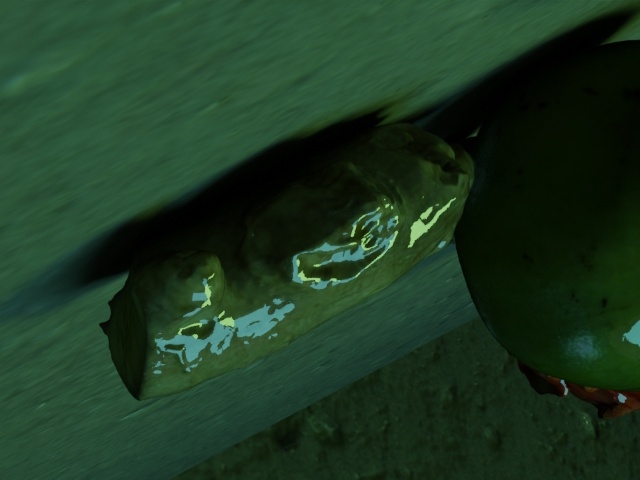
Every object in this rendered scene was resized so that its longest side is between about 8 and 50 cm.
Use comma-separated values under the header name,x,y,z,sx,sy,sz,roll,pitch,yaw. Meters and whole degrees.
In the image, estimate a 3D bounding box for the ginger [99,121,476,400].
name,x,y,z,sx,sy,sz,roll,pitch,yaw
ginger,0.001,0.000,0.845,0.213,0.074,0.137,-23,180,-25

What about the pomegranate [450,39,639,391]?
name,x,y,z,sx,sy,sz,roll,pitch,yaw
pomegranate,0.134,-0.006,0.995,0.210,0.179,0.179,-20,180,32

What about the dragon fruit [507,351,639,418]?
name,x,y,z,sx,sy,sz,roll,pitch,yaw
dragon fruit,0.258,0.030,1.568,0.252,0.241,0.241,-47,169,17
